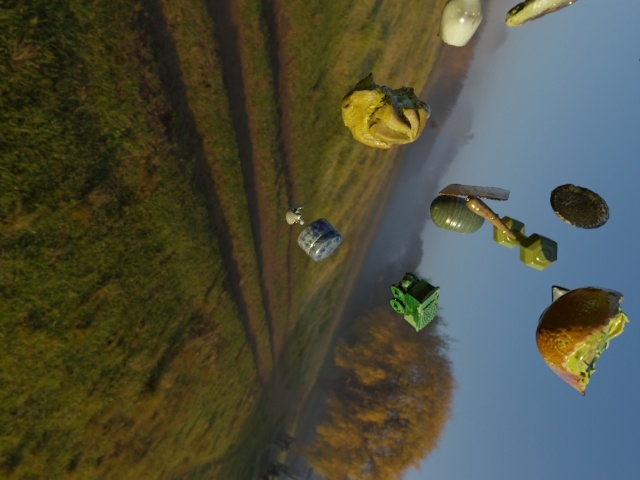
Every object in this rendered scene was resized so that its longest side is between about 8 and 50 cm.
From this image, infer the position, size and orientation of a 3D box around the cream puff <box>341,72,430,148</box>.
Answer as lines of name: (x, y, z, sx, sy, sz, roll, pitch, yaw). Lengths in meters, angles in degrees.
cream puff: (0.245, -0.467, 1.717, 0.274, 0.323, 0.269, 126, -38, -50)

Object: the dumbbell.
dumbbell: (0.719, 0.003, 1.552, 0.302, 0.121, 0.108, -92, -157, -72)

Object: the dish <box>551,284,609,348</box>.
dish: (0.986, 0.272, 1.625, 0.243, 0.080, 0.181, -153, -126, -70)

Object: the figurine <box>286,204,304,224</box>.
figurine: (-0.110, -0.111, 1.895, 0.094, 0.082, 0.086, -3, -91, 58)

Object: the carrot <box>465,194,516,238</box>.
carrot: (0.566, -0.071, 1.433, 0.049, 0.254, 0.049, -44, -155, 28)

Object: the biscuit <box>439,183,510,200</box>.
biscuit: (0.568, -0.180, 1.594, 0.237, 0.232, 0.013, -31, 126, -59)

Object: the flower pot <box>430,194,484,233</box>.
flower pot: (0.601, -0.116, 1.920, 0.189, 0.243, 0.157, -111, -146, -80)

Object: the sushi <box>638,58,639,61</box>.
sushi: (1.276, -0.588, 1.438, 0.294, 0.299, 0.281, -40, -133, 20)

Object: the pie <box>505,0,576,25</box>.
pie: (0.773, -0.801, 1.462, 0.306, 0.306, 0.071, -50, 121, -71)

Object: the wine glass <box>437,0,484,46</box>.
wine glass: (0.448, -0.728, 1.326, 0.241, 0.126, 0.126, 107, 6, -52)

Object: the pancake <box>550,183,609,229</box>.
pancake: (0.844, -0.110, 1.429, 0.021, 0.199, 0.199, -42, 164, -15)

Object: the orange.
orange: (0.719, 0.253, 1.200, 0.262, 0.196, 0.334, -48, 131, 6)

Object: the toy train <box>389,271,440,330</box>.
toy train: (0.433, 0.272, 2.029, 0.145, 0.202, 0.266, -35, 142, -22)

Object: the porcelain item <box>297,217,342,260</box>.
porcelain item: (0.000, 0.000, 1.675, 0.147, 0.114, 0.147, -38, 162, -15)
